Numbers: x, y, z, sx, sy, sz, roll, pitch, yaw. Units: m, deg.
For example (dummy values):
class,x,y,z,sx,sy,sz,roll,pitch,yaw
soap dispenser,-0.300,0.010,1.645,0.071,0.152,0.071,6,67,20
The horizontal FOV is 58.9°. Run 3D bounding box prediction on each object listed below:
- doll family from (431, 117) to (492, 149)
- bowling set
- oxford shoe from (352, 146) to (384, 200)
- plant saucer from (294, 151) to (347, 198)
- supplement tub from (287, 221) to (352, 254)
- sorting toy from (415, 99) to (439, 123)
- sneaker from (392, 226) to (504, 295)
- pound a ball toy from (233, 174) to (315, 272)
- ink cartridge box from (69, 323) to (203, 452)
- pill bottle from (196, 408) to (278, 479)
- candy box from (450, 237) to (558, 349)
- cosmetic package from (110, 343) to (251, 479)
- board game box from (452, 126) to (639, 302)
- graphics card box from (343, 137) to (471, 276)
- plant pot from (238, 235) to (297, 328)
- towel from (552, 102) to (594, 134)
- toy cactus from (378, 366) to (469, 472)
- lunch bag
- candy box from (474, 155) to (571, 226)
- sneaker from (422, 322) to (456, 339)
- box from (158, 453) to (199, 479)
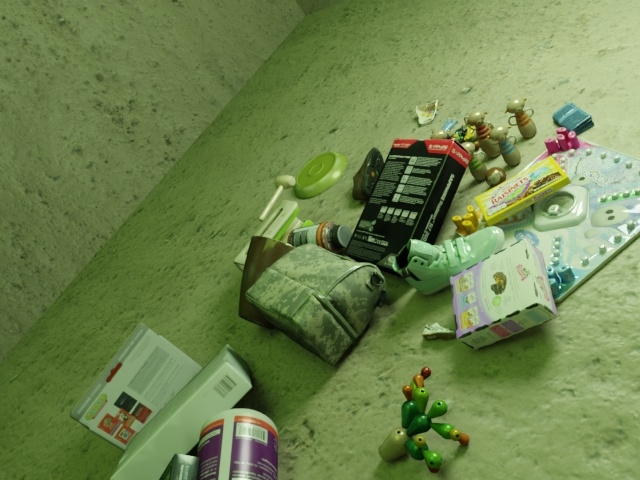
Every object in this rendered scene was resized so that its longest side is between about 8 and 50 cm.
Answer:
class,x,y,z,sx,sy,sz,roll,pitch,yaw
doll family,0.422,-0.320,1.722,0.111,0.076,0.193,-56,29,-15
bowling set,0.453,-0.255,1.523,0.287,0.154,0.200,-29,32,19
oxford shoe,0.149,-0.223,1.881,0.096,0.083,0.227,-18,37,39
plant saucer,-0.009,-0.255,2.129,0.241,0.037,0.241,-28,35,21
supplement tub,0.000,0.000,1.743,0.198,0.106,0.106,-9,43,39
sorting toy,0.368,-0.433,1.945,0.083,0.045,0.075,-10,50,39
sneaker,0.288,0.031,1.311,0.256,0.151,0.094,-37,39,29
pound a ball toy,-0.164,-0.037,1.864,0.136,0.208,0.319,11,59,52
ink cartridge box,-0.539,0.422,1.638,0.130,0.272,0.309,4,52,49
pill bottle,-0.181,0.536,1.204,0.181,0.181,0.323,-29,34,18
candy box,0.374,0.114,1.181,0.196,0.070,0.165,-34,36,37
cosmetic package,-0.345,0.451,1.461,0.377,0.097,0.284,-45,8,-7
board game box,0.550,-0.085,1.313,0.390,0.050,0.390,-41,31,1
graphics card box,0.229,-0.091,1.528,0.233,0.094,0.371,15,78,53
plant pot,-0.147,0.135,1.669,0.215,0.215,0.230,5,69,49
towel,0.666,-0.323,1.502,0.067,0.029,0.119,-33,33,13
toy cactus,0.190,0.371,1.115,0.180,0.112,0.219,-49,30,23
lunch bag,-0.003,0.140,1.470,0.256,0.212,0.305,-50,34,-14
candy box,0.478,-0.118,1.356,0.206,0.027,0.105,-30,30,17
sneaker,0.268,0.201,1.279,0.083,0.032,0.037,-9,44,40
box,-0.321,0.583,1.187,0.183,0.059,0.233,-90,24,-46
